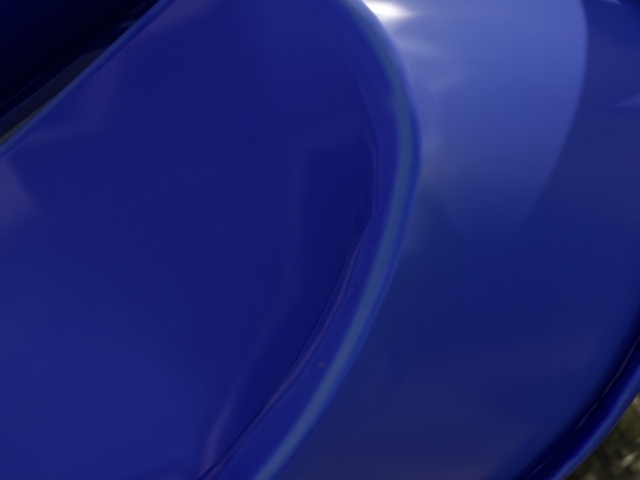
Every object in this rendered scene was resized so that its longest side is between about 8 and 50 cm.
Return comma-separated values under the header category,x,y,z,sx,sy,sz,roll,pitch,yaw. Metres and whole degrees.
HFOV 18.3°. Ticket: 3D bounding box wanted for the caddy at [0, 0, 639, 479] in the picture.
category,x,y,z,sx,sy,sz,roll,pitch,yaw
caddy,-0.073,-0.009,0.468,0.179,0.341,0.241,2,57,-61
